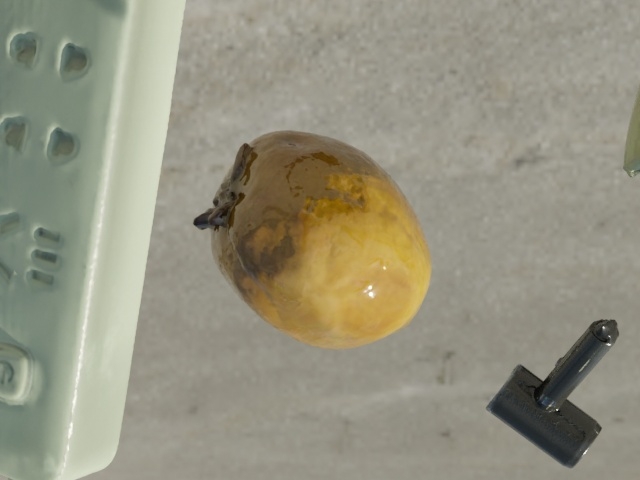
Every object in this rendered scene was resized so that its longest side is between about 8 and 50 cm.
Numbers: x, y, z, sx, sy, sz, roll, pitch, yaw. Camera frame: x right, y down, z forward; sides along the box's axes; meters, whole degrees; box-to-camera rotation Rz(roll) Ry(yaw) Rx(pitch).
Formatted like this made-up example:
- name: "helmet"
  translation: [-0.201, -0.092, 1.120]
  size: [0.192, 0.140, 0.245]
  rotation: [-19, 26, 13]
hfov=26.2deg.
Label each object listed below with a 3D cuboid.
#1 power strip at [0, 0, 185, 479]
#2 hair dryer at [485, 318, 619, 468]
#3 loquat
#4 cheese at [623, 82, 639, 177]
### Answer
- name: "power strip"
  translation: [-0.141, -0.033, 0.759]
  size: [0.091, 0.385, 0.062]
  rotation: [15, -168, 22]
- name: "hair dryer"
  translation: [0.107, 0.060, 0.585]
  size: [0.047, 0.026, 0.083]
  rotation: [35, 137, 8]
- name: "loquat"
  translation: [0.000, 0.000, 1.354]
  size: [0.238, 0.193, 0.238]
  rotation: [34, -173, -5]
- name: "cheese"
  translation: [0.233, -0.115, 0.818]
  size: [0.049, 0.235, 0.127]
  rotation: [0, -176, -25]
